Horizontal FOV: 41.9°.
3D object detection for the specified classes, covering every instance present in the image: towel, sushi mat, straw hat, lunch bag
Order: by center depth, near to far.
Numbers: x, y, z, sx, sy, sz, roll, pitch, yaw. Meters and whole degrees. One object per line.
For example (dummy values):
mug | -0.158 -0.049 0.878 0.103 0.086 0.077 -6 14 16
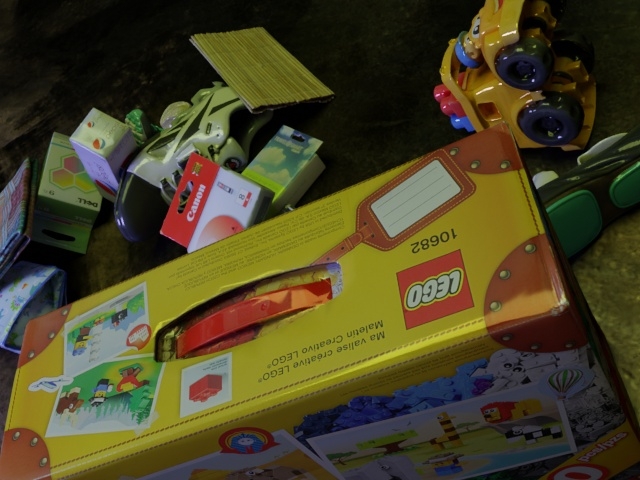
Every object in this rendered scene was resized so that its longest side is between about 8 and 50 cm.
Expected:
lunch bag | -0.494 0.109 1.391 0.128 0.096 0.151 8 71 38
sushi mat | -0.110 -0.304 1.466 0.151 0.019 0.316 -11 38 -24
towel | -0.613 0.047 1.467 0.370 0.040 0.271 -47 33 17
straw hat | -0.252 -0.216 1.512 0.144 0.061 0.145 -17 49 21

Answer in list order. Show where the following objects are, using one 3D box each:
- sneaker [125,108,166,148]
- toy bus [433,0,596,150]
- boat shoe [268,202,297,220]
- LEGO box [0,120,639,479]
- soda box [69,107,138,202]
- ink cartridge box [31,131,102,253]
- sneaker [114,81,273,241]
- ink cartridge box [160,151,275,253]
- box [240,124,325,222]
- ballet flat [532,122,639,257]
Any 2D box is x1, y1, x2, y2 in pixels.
sneaker | -0.277 -0.170 1.426 0.076 0.166 0.065 -38 58 -16
toy bus | 0.231 -0.218 1.089 0.211 0.220 0.149 -6 49 38
boat shoe | 0.000 0.000 1.161 0.070 0.078 0.219 -51 43 -9
LEGO box | 0.022 0.158 0.811 0.500 0.372 0.193 -22 47 18
soda box | -0.343 -0.128 1.391 0.074 0.216 0.069 28 71 9
ink cartridge box | -0.449 -0.087 1.497 0.062 0.109 0.209 -51 30 44
sneaker | -0.201 -0.129 1.364 0.146 0.122 0.331 17 64 38
ink cartridge box | -0.168 -0.043 1.259 0.179 0.045 0.145 27 98 28
box | -0.074 -0.091 1.307 0.109 0.042 0.178 29 75 43
ballet flat | 0.318 -0.057 0.995 0.280 0.095 0.096 -30 34 -4
